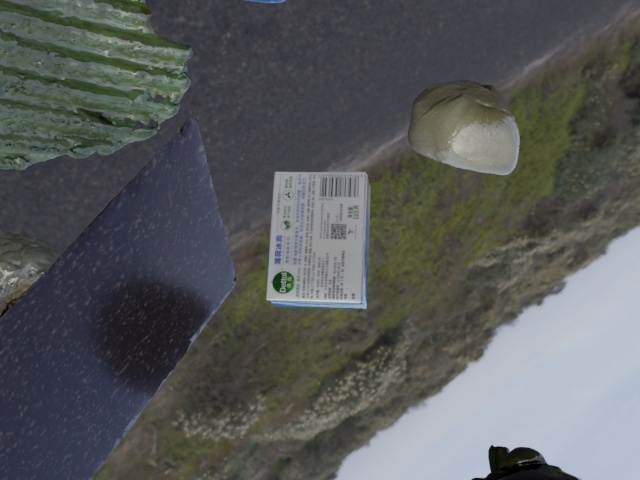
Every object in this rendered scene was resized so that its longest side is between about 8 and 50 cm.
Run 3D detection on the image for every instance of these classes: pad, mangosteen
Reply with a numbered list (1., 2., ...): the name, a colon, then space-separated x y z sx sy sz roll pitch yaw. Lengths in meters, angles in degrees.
1. pad: -0.165 0.089 0.508 0.330 0.004 0.220 -55 157 -32
2. mangosteen: 0.321 0.419 1.065 0.216 0.216 0.216 -38 167 -10

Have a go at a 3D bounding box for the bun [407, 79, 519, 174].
1. bun: 0.204 -0.164 0.988 0.173 0.167 0.113 -120 -136 -63

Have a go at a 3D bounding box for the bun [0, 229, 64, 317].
1. bun: -0.452 0.112 0.923 0.281 0.281 0.205 -45 140 21

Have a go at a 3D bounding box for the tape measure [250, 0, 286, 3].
1. tape measure: -0.202 -0.559 1.449 0.215 0.351 0.097 -8 123 -35

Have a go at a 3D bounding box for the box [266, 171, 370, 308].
1. box: 0.000 0.000 1.043 0.139 0.194 0.073 1 167 9

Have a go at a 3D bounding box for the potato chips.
1. potato chips: -0.409 -0.311 1.133 0.389 0.373 0.097 -25 -163 -33
